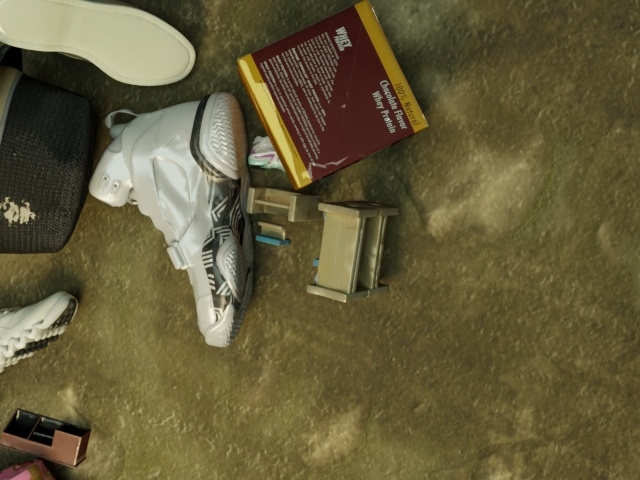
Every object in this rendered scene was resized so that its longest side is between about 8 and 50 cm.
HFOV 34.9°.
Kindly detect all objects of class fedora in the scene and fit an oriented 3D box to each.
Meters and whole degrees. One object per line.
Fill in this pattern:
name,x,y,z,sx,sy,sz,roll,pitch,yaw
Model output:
fedora,-0.402,-0.103,1.429,0.152,0.334,0.334,11,98,-9

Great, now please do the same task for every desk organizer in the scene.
desk organizer,-0.430,0.308,1.591,0.130,0.047,0.050,15,96,6

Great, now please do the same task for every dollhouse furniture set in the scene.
dollhouse furniture set,0.000,0.000,1.468,0.184,0.129,0.129,13,100,31

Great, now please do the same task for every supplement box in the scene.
supplement box,0.013,-0.195,1.404,0.194,0.129,0.191,-26,93,-3

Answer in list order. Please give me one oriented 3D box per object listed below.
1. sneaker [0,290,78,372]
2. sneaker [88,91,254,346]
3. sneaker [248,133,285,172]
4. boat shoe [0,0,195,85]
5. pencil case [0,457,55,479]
sneaker,-0.507,0.147,1.558,0.292,0.110,0.118,-31,83,10
sneaker,-0.212,-0.028,1.478,0.210,0.137,0.366,-1,91,9
sneaker,-0.054,-0.135,1.488,0.098,0.038,0.069,8,79,-12
boat shoe,-0.321,-0.299,1.425,0.305,0.091,0.109,11,116,-34
pencil case,-0.403,0.525,1.557,0.160,0.167,0.386,-34,91,-26
